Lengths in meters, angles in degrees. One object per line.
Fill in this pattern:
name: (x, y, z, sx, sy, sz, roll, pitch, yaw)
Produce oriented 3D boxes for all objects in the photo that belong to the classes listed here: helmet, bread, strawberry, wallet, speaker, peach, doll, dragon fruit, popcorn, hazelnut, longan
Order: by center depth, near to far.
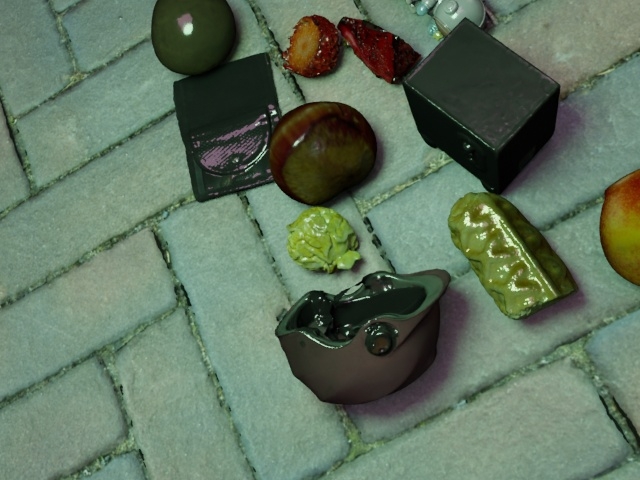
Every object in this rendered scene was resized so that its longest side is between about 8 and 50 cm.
peach: (0.603, -0.025, 1.229, 0.231, 0.231, 0.231, -4, 75, 15)
helmet: (0.093, 0.188, 1.308, 0.338, 0.271, 0.197, -14, 103, 7)
bread: (0.350, 0.020, 1.335, 0.152, 0.130, 0.267, -20, 66, -29)
speaker: (0.304, -0.243, 1.348, 0.184, 0.254, 0.232, -46, 69, -1)
popcorn: (0.000, 0.000, 1.434, 0.141, 0.135, 0.162, -25, 68, 1)
hazelnut: (0.000, -0.192, 1.458, 0.229, 0.229, 0.229, -4, 75, 15)
doll: (0.244, -0.534, 1.506, 0.151, 0.151, 0.287, -37, 73, 4)
dragon fruit: (0.107, -0.419, 1.526, 0.192, 0.122, 0.092, 38, 103, 19)
strawberry: (-0.015, -0.425, 1.562, 0.145, 0.086, 0.145, 6, 98, 47)
longan: (-0.290, -0.484, 1.611, 0.197, 0.196, 0.220, -12, 58, 12)
wallet: (-0.208, -0.260, 1.612, 0.247, 0.041, 0.323, -15, 70, 10)
